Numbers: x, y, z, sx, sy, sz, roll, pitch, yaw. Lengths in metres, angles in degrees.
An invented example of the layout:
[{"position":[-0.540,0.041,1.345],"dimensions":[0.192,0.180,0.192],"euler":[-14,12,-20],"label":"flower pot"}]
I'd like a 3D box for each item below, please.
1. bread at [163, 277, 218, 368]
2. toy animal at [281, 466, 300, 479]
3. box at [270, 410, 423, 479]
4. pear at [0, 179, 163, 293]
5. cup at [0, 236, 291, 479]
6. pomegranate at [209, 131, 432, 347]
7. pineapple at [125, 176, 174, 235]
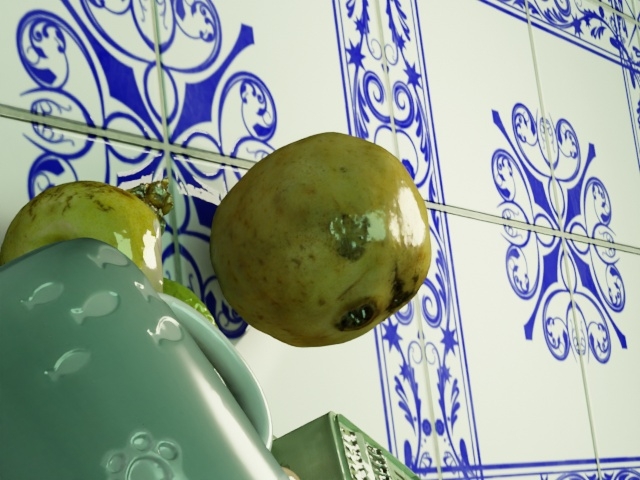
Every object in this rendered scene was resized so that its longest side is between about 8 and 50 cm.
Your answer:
[{"position":[-0.170,0.111,1.514],"dimensions":[0.129,0.111,0.114],"euler":[56,46,-18],"label":"bread"},{"position":[-0.093,0.283,1.416],"dimensions":[0.166,0.250,0.154],"euler":[-54,159,-12],"label":"toy animal"},{"position":[0.035,0.342,1.613],"dimensions":[0.290,0.166,0.220],"euler":[43,20,-38],"label":"box"},{"position":[-0.224,0.025,1.409],"dimensions":[0.178,0.178,0.178],"euler":[25,58,-48],"label":"pear"},{"position":[-0.178,0.145,1.223],"dimensions":[0.274,0.259,0.357],"euler":[56,34,3],"label":"cup"},{"position":[0.000,0.000,1.659],"dimensions":[0.260,0.260,0.260],"euler":[25,58,-48],"label":"pomegranate"},{"position":[-0.206,-0.008,1.553],"dimensions":[0.114,0.077,0.114],"euler":[-26,113,-21],"label":"pineapple"}]
